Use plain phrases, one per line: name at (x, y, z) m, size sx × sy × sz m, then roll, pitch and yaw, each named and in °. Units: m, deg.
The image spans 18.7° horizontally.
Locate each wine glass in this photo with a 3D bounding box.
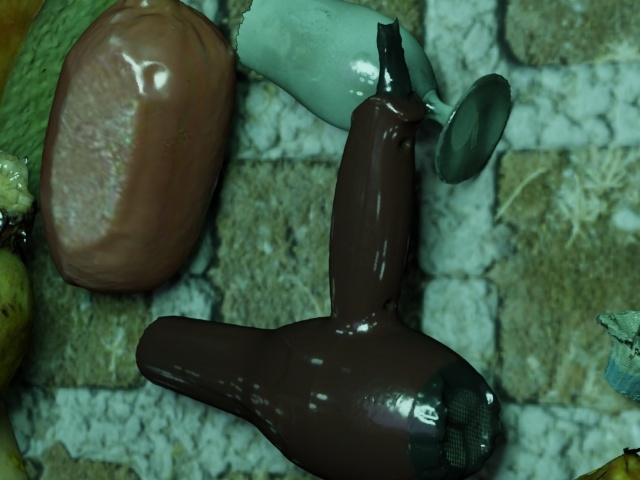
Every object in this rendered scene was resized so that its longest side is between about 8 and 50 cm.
wine glass at (0.035, -0.123, 1.439) m, size 0.202 × 0.093 × 0.093 m, roll 28°, pitch 100°, yaw 28°

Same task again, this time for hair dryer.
hair dryer at (0.000, 0.000, 1.407) m, size 0.312 × 0.123 × 0.340 m, roll 18°, pitch 109°, yaw 39°

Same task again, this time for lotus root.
lotus root at (-0.316, 0.075, 1.529) m, size 0.169 × 0.141 × 0.314 m, roll 40°, pitch 115°, yaw 34°

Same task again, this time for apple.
apple at (-0.212, -0.201, 1.574) m, size 0.179 × 0.254 × 0.346 m, roll 31°, pitch 107°, yaw -14°

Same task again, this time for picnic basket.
picnic basket at (0.226, 0.071, 1.328) m, size 0.083 × 0.065 × 0.083 m, roll 50°, pitch 127°, yaw 29°

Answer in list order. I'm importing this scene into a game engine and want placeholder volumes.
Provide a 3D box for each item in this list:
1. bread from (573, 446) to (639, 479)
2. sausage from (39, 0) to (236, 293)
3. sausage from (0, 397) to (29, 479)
bread at (0.128, 0.274, 1.296) m, size 0.344 × 0.195 × 0.149 m, roll -33°, pitch 65°, yaw 27°
sausage at (-0.142, -0.073, 1.501) m, size 0.148 × 0.148 × 0.254 m, roll 21°, pitch 106°, yaw 30°
sausage at (-0.295, 0.129, 1.631) m, size 0.066 × 0.066 × 0.301 m, roll -27°, pitch 71°, yaw 26°
